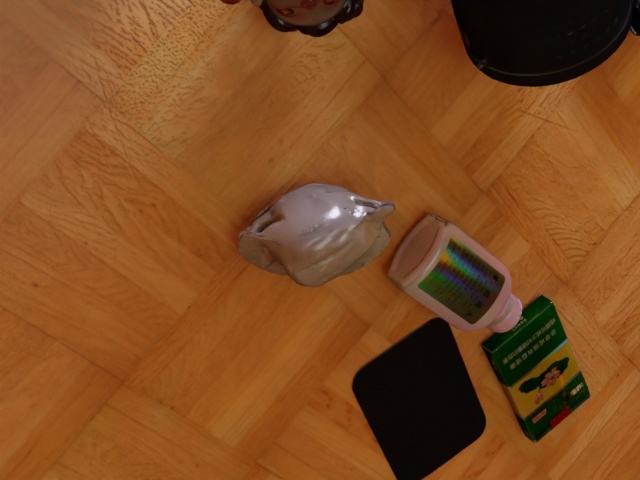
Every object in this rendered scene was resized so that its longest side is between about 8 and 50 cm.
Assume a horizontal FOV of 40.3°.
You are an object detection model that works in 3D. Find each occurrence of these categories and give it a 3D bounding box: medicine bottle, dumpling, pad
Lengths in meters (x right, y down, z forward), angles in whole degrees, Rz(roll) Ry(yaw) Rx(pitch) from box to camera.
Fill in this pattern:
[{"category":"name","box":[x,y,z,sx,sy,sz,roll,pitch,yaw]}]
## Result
[{"category":"medicine bottle","box":[0.201,0.061,1.233,0.219,0.078,0.115,34,90,-35]},{"category":"dumpling","box":[0.000,0.000,1.082,0.199,0.118,0.136,-12,135,6]},{"category":"pad","box":[0.157,0.253,1.336,0.181,0.004,0.267,-33,123,-14]}]

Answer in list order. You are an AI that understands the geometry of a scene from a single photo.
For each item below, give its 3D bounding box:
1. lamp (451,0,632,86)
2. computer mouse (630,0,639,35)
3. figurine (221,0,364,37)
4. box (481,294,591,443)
[{"category":"lamp","box":[0.235,-0.306,0.996,0.374,0.205,0.272,-21,139,-15]},{"category":"computer mouse","box":[0.427,-0.382,1.171,0.146,0.077,0.241,-41,127,-8]},{"category":"figurine","box":[-0.024,-0.285,0.901,0.183,0.160,0.226,-32,161,-2]},{"category":"box","box":[0.351,0.211,1.407,0.132,0.034,0.235,-38,123,-10]}]
